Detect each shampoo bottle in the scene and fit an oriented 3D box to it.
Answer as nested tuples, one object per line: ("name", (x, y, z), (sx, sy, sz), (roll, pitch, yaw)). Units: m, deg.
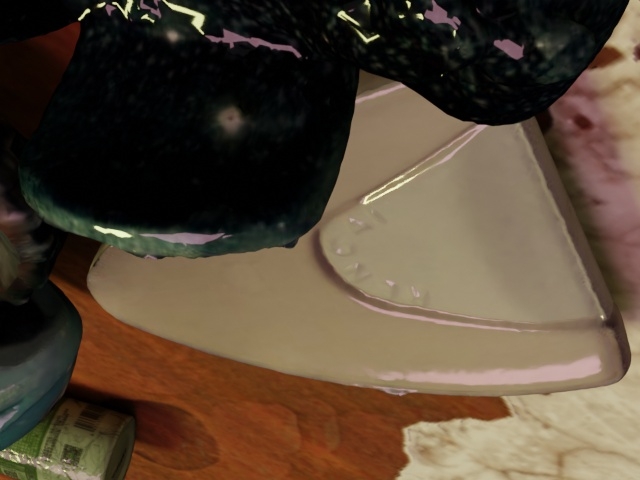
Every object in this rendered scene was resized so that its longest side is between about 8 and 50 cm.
("shampoo bottle", (-0.228, 0.119, 0.850), (0.204, 0.065, 0.065), (15, 143, 8))

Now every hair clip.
("hair clip", (-0.023, -0.125, 0.356), (0.310, 0.194, 0.206), (12, 136, 14))

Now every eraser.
("eraser", (0.000, -0.001, 0.595), (0.243, 0.059, 0.204), (-6, 136, 27))

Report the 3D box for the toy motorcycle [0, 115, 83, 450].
("toy motorcycle", (-0.295, 0.026, 0.676), (0.416, 0.172, 0.232), (-3, 136, 21))
